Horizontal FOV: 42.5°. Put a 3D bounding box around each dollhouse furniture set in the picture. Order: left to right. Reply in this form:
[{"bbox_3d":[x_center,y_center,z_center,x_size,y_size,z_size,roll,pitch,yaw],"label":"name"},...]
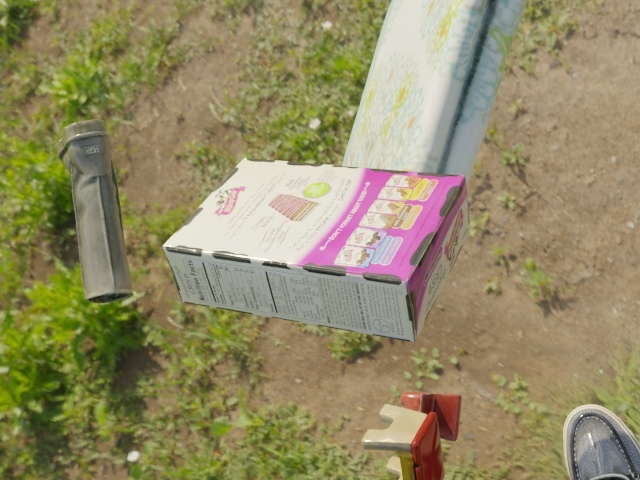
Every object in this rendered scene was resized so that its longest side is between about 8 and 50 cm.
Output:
[{"bbox_3d":[0.185,0.358,1.089,0.152,0.374,0.201,3,28,27],"label":"dollhouse furniture set"}]

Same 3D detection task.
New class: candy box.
[{"bbox_3d":[0.000,0.000,0.747,0.233,0.071,0.159,8,39,25],"label":"candy box"}]

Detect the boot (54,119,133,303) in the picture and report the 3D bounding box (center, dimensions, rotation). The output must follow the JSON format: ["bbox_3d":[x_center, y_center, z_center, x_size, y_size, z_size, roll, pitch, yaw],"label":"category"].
[{"bbox_3d":[-0.271,-0.028,1.009,0.076,0.189,0.208,-15,89,-11],"label":"boot"}]

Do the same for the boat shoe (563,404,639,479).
[{"bbox_3d":[0.439,0.394,1.212,0.127,0.158,0.340,-23,60,16],"label":"boat shoe"}]

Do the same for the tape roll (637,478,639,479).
[{"bbox_3d":[0.259,0.258,0.516,0.219,0.072,0.219,-1,88,17],"label":"tape roll"}]

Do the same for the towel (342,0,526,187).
[{"bbox_3d":[0.134,-0.190,1.022,0.320,0.090,0.374,-146,72,-75],"label":"towel"}]
